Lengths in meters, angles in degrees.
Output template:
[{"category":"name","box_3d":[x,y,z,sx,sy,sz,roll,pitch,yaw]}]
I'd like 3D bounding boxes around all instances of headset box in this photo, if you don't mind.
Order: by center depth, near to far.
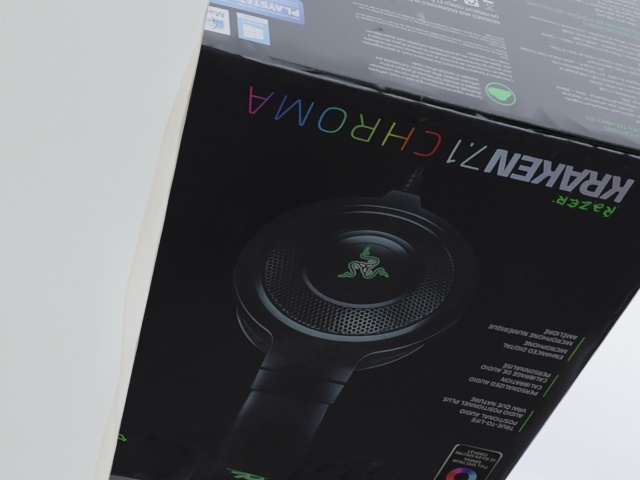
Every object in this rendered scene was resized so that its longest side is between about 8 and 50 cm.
[{"category":"headset box","box_3d":[0.000,0.000,0.826,0.246,0.131,0.283,13,-48,-18]}]

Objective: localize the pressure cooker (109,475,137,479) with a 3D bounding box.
[{"category":"pressure cooker","box_3d":[-0.098,0.083,1.158,0.420,0.370,0.375,-10,-19,-11]}]

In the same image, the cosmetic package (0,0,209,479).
[{"category":"cosmetic package","box_3d":[-0.129,-0.026,0.444,0.160,0.309,0.113,6,-14,28]}]
